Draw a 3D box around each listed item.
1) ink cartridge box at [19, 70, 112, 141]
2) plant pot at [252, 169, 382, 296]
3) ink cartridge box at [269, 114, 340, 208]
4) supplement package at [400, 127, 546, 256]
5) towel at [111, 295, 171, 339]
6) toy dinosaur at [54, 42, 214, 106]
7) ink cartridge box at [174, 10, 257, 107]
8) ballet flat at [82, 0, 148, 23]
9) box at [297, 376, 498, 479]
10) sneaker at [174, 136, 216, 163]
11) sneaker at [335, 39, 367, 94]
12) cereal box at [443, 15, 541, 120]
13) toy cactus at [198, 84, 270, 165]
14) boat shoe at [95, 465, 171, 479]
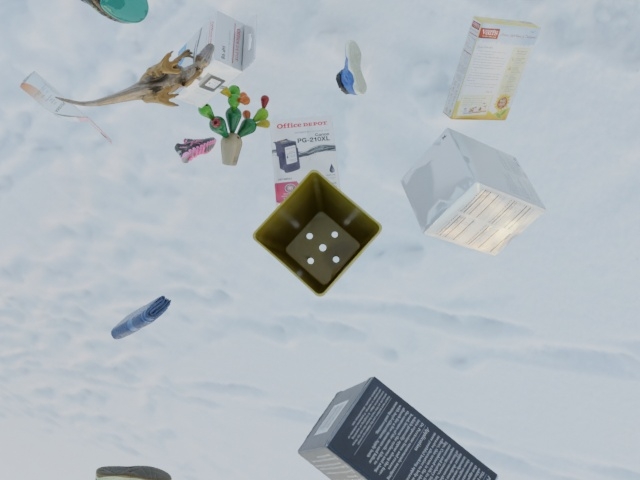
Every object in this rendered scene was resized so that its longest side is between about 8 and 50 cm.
[{"bbox_3d":[-0.477,-0.235,1.310,0.179,0.045,0.145,45,172,-16],"label":"ink cartridge box"},{"bbox_3d":[0.000,0.000,1.619,0.212,0.212,0.187,41,174,12],"label":"plant pot"},{"bbox_3d":[-0.041,-0.203,1.837,0.172,0.237,0.100,-5,164,-2],"label":"ink cartridge box"},{"bbox_3d":[0.385,-0.118,1.766,0.262,0.199,0.198,16,131,-33],"label":"supplement package"},{"bbox_3d":[-0.321,0.141,1.238,0.119,0.067,0.029,-27,103,37],"label":"towel"},{"bbox_3d":[-0.218,-0.194,0.883,0.112,0.211,0.064,12,124,63],"label":"toy dinosaur"},{"bbox_3d":[-0.185,-0.322,1.207,0.060,0.104,0.180,17,152,-35],"label":"ink cartridge box"},{"bbox_3d":[-0.289,-0.328,0.866,0.070,0.070,0.188,18,-178,20],"label":"ballet flat"},{"bbox_3d":[0.183,0.560,1.737,0.395,0.212,0.293,39,155,0],"label":"box"},{"bbox_3d":[-0.308,-0.236,1.703,0.057,0.119,0.047,45,136,12],"label":"sneaker"},{"bbox_3d":[0.073,-0.475,1.912,0.084,0.058,0.152,8,125,41],"label":"sneaker"},{"bbox_3d":[0.404,-0.403,1.643,0.047,0.173,0.240,-124,39,-47],"label":"cereal box"},{"bbox_3d":[-0.189,-0.261,1.576,0.112,0.219,0.181,13,105,23],"label":"toy cactus"},{"bbox_3d":[-0.379,0.487,1.399,0.152,0.049,0.056,13,-172,-20],"label":"boat shoe"}]
